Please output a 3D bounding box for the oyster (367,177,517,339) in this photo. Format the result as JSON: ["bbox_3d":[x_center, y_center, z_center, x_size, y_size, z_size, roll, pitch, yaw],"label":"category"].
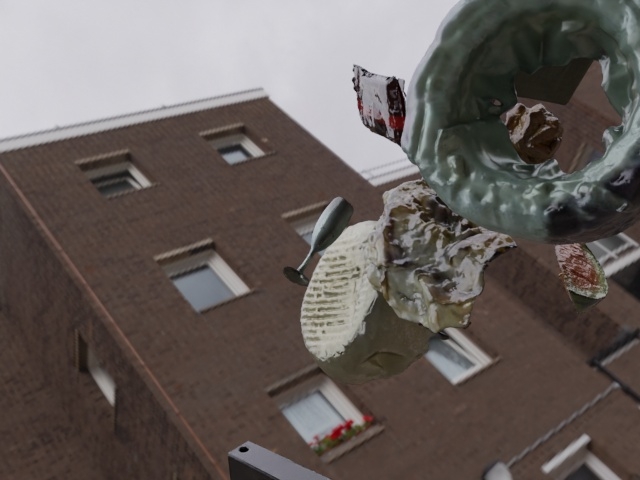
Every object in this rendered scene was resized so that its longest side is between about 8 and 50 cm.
[{"bbox_3d":[0.148,-0.002,1.123,0.201,0.354,0.107,-41,-62,4],"label":"oyster"}]

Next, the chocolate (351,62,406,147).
[{"bbox_3d":[0.066,-0.147,0.816,0.028,0.182,0.086,-15,-67,-7],"label":"chocolate"}]

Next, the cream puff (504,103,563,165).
[{"bbox_3d":[0.353,-0.172,1.253,0.094,0.122,0.116,-38,-65,-35],"label":"cream puff"}]

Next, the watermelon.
[{"bbox_3d":[0.436,0.054,1.278,0.063,0.119,0.245,-37,15,29],"label":"watermelon"}]

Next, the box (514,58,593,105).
[{"bbox_3d":[0.300,-0.324,0.984,0.155,0.149,0.231,7,-42,-11],"label":"box"}]

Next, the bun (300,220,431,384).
[{"bbox_3d":[0.117,0.139,1.591,0.211,0.360,0.360,25,-72,-28],"label":"bun"}]

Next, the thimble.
[{"bbox_3d":[0.186,-0.106,0.616,0.237,0.237,0.150,-55,-22,14],"label":"thimble"}]

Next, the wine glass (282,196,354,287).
[{"bbox_3d":[0.000,0.000,1.508,0.198,0.066,0.066,-57,-26,-28],"label":"wine glass"}]

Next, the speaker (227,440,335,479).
[{"bbox_3d":[-0.032,0.339,0.978,0.044,0.218,0.082,-22,-65,-45],"label":"speaker"}]
